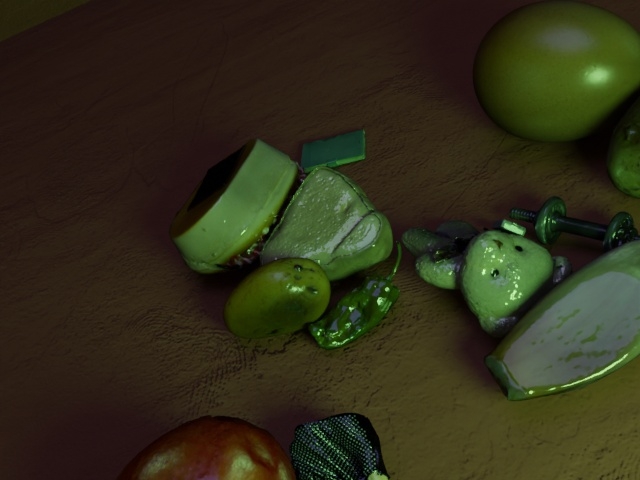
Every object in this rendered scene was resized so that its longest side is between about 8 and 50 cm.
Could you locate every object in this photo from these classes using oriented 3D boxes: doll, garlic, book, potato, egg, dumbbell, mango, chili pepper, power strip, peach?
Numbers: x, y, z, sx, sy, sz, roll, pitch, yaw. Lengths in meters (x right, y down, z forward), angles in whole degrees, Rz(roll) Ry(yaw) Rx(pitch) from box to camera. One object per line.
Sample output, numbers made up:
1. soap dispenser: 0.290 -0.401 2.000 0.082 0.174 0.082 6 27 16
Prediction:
1. doll: 0.238 0.022 1.289 0.175 0.149 0.278 -42 35 -11
2. garlic: 0.368 0.119 1.131 0.318 0.112 0.143 -33 61 -14
3. book: 0.027 -0.184 1.723 0.135 0.017 0.103 -12 37 12
4. potato: 0.585 -0.178 1.320 0.307 0.173 0.210 -33 42 -17
5. egg: 0.422 -0.297 1.469 0.322 0.250 0.250 12 50 46
6. dumbbell: 0.411 -0.019 1.294 0.254 0.081 0.081 17 53 38
7. mango: -0.074 0.103 1.358 0.195 0.137 0.098 -36 40 20
8. chili pepper: 0.075 0.102 1.328 0.204 0.073 0.072 -39 58 -2
9. power strip: 0.306 -0.020 1.349 0.040 0.090 0.016 22 91 2
10. peach: -0.147 0.349 1.012 0.238 0.281 0.281 18 37 -17

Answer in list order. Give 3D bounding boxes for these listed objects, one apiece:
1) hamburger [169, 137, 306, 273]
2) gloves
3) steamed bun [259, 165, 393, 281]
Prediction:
1. hamburger: -0.155 -0.059 1.563 0.227 0.151 0.295 -17 36 46
2. gloves: 0.027 0.326 1.083 0.129 0.106 0.180 -3 58 -6
3. steamed bun: 0.027 -0.001 1.444 0.212 0.110 0.231 24 74 35
